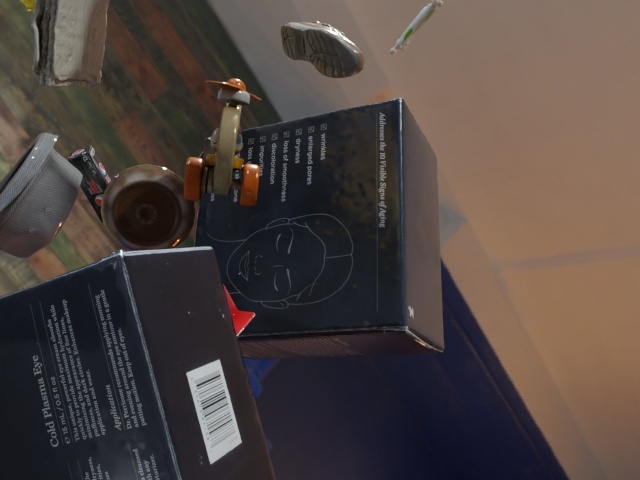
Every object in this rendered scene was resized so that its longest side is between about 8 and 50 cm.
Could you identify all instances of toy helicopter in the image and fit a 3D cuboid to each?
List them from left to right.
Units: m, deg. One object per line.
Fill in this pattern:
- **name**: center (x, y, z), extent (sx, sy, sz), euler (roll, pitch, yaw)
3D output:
- **toy helicopter**: center (-0.188, -0.237, 1.264), extent (0.140, 0.355, 0.235), euler (5, -61, -8)

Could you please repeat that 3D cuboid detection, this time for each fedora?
- **fedora**: center (-0.538, -0.063, 1.141), extent (0.124, 0.275, 0.243), euler (39, -1, -28)

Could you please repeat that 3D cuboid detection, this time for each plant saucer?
- **plant saucer**: center (-0.367, -0.060, 1.317), extent (0.199, 0.198, 0.036), euler (59, 2, -19)

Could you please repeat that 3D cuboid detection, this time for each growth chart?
- **growth chart**: center (0.230, -0.506, 1.438), extent (0.021, 0.237, 0.172), euler (41, -69, -3)

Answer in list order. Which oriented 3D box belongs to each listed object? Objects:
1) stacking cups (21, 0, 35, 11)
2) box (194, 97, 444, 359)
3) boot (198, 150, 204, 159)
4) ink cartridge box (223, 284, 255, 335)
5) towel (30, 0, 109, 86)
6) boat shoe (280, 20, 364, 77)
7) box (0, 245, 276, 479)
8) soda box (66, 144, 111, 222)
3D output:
- **stacking cups**: center (-0.685, -0.613, 1.243), extent (0.096, 0.096, 0.316), euler (11, -23, 38)
- **box**: center (0.000, 0.000, 1.355), extent (0.471, 0.480, 0.297), euler (-7, -21, 25)
- **boot**: center (-0.276, -0.145, 1.587), extent (0.085, 0.178, 0.236), euler (31, -70, 10)
- **ink cartridge box**: center (-0.242, 0.128, 1.062), extent (0.231, 0.134, 0.078), euler (4, -50, 38)
- **towel**: center (-0.415, -0.400, 1.047), extent (0.049, 0.187, 0.282), euler (14, -76, 2)
- **boat shoe**: center (0.020, -0.525, 1.652), extent (0.324, 0.116, 0.123), euler (40, -37, 41)
- **box**: center (-0.248, 0.212, 0.695), extent (0.312, 0.179, 0.343), euler (-17, -95, 19)
- **soda box**: center (-0.513, -0.128, 1.420), extent (0.053, 0.060, 0.169), euler (-110, 179, -60)
